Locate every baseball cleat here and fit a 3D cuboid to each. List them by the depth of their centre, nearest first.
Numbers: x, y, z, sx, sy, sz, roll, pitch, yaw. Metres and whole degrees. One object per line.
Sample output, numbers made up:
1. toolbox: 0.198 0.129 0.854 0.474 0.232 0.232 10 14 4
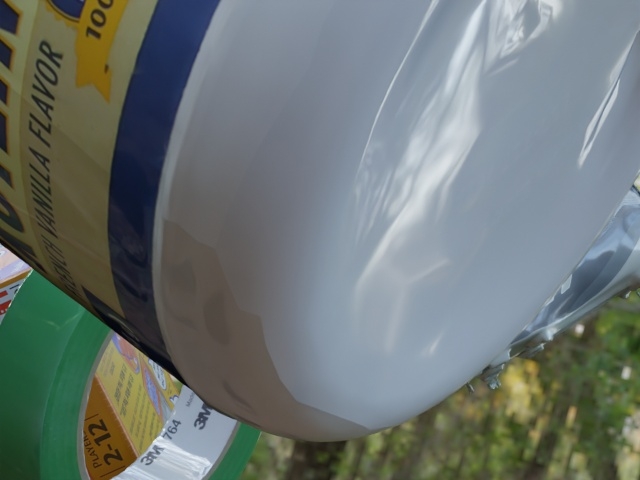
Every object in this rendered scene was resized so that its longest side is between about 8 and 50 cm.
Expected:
1. baseball cleat: 0.151 0.023 1.071 0.109 0.206 0.072 58 -25 12

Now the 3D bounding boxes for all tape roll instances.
1. tape roll: -0.158 0.125 1.341 0.077 0.321 0.321 18 -13 33

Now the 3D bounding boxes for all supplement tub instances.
1. supplement tub: -0.058 -0.108 0.477 0.316 0.228 0.228 33 -8 27

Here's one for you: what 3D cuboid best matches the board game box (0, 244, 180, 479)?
1. board game box: -0.364 0.209 1.658 0.356 0.356 0.356 -102 167 -76
